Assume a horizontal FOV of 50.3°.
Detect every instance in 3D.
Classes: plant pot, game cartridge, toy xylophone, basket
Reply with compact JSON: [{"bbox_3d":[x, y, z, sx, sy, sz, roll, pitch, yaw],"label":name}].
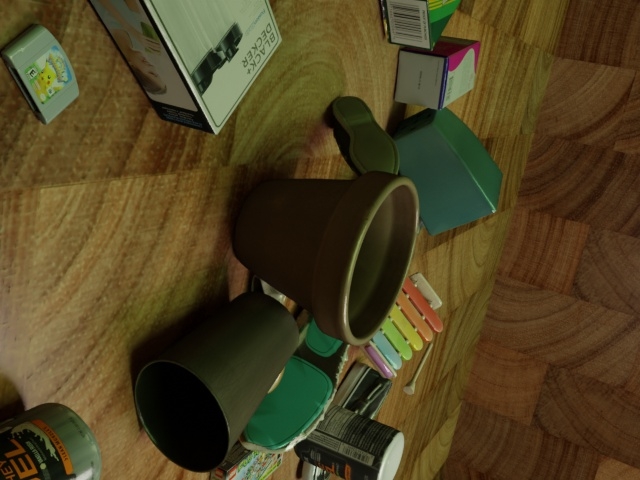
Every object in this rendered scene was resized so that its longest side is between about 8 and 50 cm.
[{"bbox_3d":[0.269,-0.169,1.507,0.234,0.165,0.165,54,35,-22],"label":"plant pot"},{"bbox_3d":[-0.262,-0.159,0.648,0.056,0.017,0.083,-60,154,-32],"label":"game cartridge"},{"bbox_3d":[0.214,0.236,1.737,0.236,0.081,0.323,47,46,-15],"label":"toy xylophone"},{"bbox_3d":[-0.138,0.185,0.996,0.227,0.154,0.204,-48,152,-49],"label":"basket"},{"bbox_3d":[0.000,0.000,1.053,0.263,0.229,0.263,-45,145,-45],"label":"plant pot"}]

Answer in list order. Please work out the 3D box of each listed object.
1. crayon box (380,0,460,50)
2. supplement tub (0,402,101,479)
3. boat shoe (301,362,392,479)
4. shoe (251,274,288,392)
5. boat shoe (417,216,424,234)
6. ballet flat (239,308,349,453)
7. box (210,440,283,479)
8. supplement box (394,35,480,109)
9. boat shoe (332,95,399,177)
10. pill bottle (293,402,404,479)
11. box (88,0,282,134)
[{"bbox_3d":[0.206,-0.592,1.233,0.313,0.106,0.363,-59,153,-27],"label":"crayon box"},{"bbox_3d":[-0.324,0.247,0.673,0.190,0.117,0.117,-22,126,-60],"label":"supplement tub"},{"bbox_3d":[0.070,0.448,1.644,0.335,0.119,0.121,-59,153,-27],"label":"boat shoe"},{"bbox_3d":[-0.098,0.155,1.150,0.058,0.076,0.219,-4,103,-55],"label":"shoe"},{"bbox_3d":[0.174,-0.049,1.560,0.320,0.118,0.103,-32,91,-51],"label":"boat shoe"},{"bbox_3d":[-0.026,0.242,1.300,0.409,0.147,0.147,-54,150,-34],"label":"ballet flat"},{"bbox_3d":[-0.135,0.422,1.292,0.207,0.036,0.114,-27,130,-58],"label":"box"},{"bbox_3d":[0.259,-0.372,1.491,0.220,0.114,0.111,-36,137,-51],"label":"supplement box"},{"bbox_3d":[0.076,-0.157,1.169,0.069,0.081,0.228,92,-16,-47],"label":"boat shoe"},{"bbox_3d":[0.035,0.406,1.386,0.130,0.245,0.130,-42,141,-48],"label":"pill bottle"},{"bbox_3d":[-0.150,-0.272,0.720,0.169,0.087,0.290,-60,154,-24],"label":"box"}]
